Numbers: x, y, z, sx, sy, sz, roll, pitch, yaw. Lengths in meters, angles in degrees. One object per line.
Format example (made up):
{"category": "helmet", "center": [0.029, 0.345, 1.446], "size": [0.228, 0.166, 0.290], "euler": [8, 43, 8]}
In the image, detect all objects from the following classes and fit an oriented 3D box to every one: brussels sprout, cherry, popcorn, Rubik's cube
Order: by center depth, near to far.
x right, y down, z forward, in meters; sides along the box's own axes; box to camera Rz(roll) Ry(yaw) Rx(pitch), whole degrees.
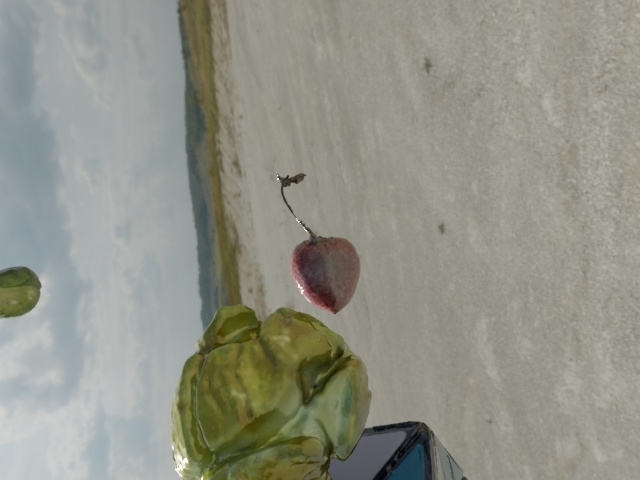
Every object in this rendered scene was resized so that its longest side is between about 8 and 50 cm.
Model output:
{"category": "popcorn", "center": [-0.057, 0.221, 0.679], "size": [0.225, 0.276, 0.276], "euler": [55, 151, 35]}
{"category": "cherry", "center": [0.000, 0.000, 0.794], "size": [0.090, 0.107, 0.225], "euler": [50, -151, -84]}
{"category": "Rubik's cube", "center": [0.125, 0.558, 1.025], "size": [0.307, 0.310, 0.305], "euler": [55, -148, -39]}
{"category": "brussels sprout", "center": [-0.803, 0.133, 1.344], "size": [0.183, 0.146, 0.131], "euler": [-88, 2, -79]}
